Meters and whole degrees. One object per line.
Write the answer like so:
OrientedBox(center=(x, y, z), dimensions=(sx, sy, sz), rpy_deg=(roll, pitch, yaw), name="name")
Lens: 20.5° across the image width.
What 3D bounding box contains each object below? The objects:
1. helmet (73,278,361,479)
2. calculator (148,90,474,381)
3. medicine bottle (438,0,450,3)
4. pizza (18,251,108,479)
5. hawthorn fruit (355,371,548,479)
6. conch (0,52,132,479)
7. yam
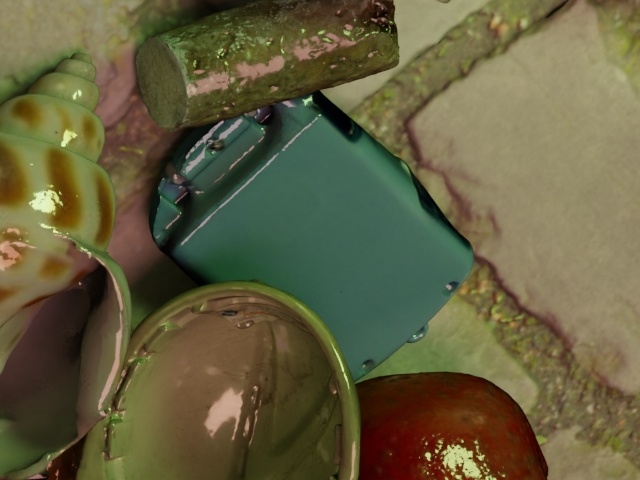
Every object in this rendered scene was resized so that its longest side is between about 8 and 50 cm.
OrientedBox(center=(-0.056, 0.155, 1.288), dimensions=(0.257, 0.204, 0.137), rpy_deg=(-62, 161, 7), name="helmet")
OrientedBox(center=(0.000, 0.000, 1.326), dimensions=(0.173, 0.051, 0.293), rpy_deg=(-43, 130, 5), name="calculator")
OrientedBox(center=(0.109, -0.289, 1.125), dimensions=(0.143, 0.143, 0.258), rpy_deg=(27, 106, -37), name="medicine bottle")
OrientedBox(center=(-0.200, 0.139, 1.317), dimensions=(0.197, 0.058, 0.292), rpy_deg=(18, 112, -35), name="pizza")
OrientedBox(center=(0.057, 0.203, 1.404), dimensions=(0.249, 0.215, 0.215), rpy_deg=(6, 119, -15), name="hawthorn fruit")
OrientedBox(center=(-0.206, 0.011, 1.165), dimensions=(0.182, 0.149, 0.275), rpy_deg=(21, 102, -17), name="conch")
OrientedBox(center=(-0.034, -0.130, 1.206), dimensions=(0.179, 0.078, 0.078), rpy_deg=(-18, 127, -15), name="yam")
